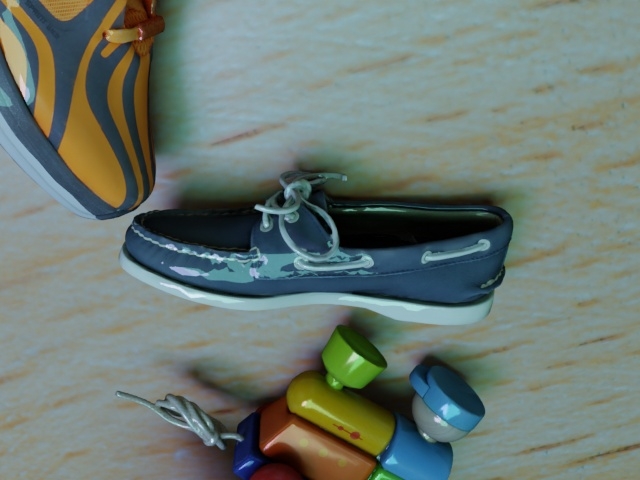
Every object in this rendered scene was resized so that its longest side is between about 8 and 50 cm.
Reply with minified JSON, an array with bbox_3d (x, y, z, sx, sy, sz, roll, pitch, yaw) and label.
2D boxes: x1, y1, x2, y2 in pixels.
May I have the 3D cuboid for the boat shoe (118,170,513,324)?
[{"bbox_3d":[0.000,0.000,0.482,0.254,0.095,0.079,8,119,-4],"label":"boat shoe"}]

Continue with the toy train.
[{"bbox_3d":[-0.009,0.121,0.549,0.248,0.105,0.143,31,104,-12],"label":"toy train"}]

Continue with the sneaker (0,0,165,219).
[{"bbox_3d":[-0.101,-0.166,0.382,0.179,0.125,0.321,-9,117,8],"label":"sneaker"}]
